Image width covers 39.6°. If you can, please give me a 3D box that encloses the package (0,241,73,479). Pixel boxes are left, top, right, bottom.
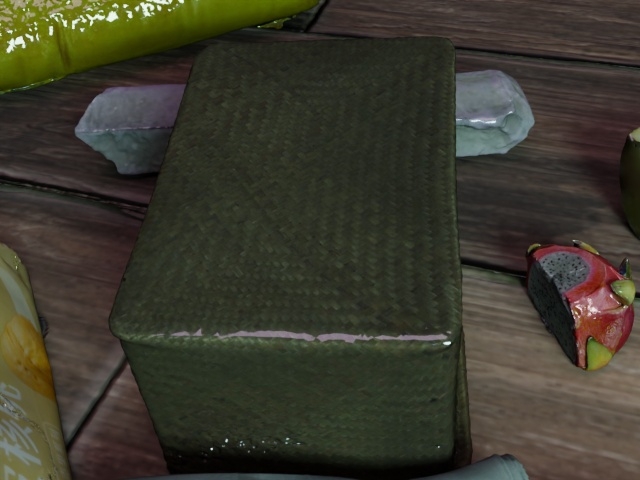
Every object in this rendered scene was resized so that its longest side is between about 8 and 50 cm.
[{"bbox_3d":[-0.232,0.080,0.451,0.221,0.165,0.311,1,38,-25],"label":"package"}]

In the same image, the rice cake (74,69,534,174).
[{"bbox_3d":[-0.013,-0.095,0.726,0.365,0.056,0.073,-3,48,3],"label":"rice cake"}]

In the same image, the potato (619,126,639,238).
[{"bbox_3d":[0.272,-0.042,0.629,0.103,0.066,0.096,-22,59,-23],"label":"potato"}]

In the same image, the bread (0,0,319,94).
[{"bbox_3d":[-0.182,-0.259,0.883,0.383,0.112,0.166,-17,43,-12],"label":"bread"}]

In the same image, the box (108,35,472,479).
[{"bbox_3d":[0.000,0.002,0.558,0.184,0.143,0.273,0,44,7],"label":"box"}]

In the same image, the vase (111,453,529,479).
[{"bbox_3d":[-0.001,0.150,0.446,0.214,0.086,0.086,-7,42,-7],"label":"vase"}]

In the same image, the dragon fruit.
[{"bbox_3d":[0.172,0.033,0.565,0.060,0.056,0.083,-14,41,-7],"label":"dragon fruit"}]
